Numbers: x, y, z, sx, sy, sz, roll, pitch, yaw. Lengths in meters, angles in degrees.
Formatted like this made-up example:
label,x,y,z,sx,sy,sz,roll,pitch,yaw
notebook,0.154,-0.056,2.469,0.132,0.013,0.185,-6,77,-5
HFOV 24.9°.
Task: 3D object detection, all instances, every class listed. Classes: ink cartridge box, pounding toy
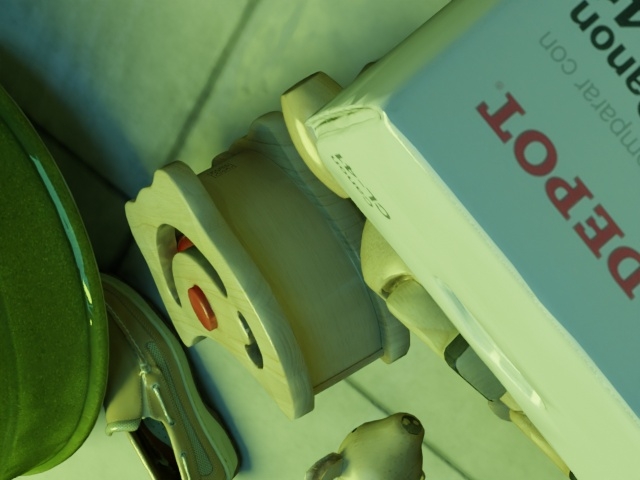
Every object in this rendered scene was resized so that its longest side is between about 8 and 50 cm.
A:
label,x,y,z,sx,sy,sz,roll,pitch,yaw
ink cartridge box,0.185,-0.058,0.556,0.226,0.306,0.131,50,170,-7
pounding toy,0.000,0.000,0.827,0.154,0.154,0.269,62,162,-1

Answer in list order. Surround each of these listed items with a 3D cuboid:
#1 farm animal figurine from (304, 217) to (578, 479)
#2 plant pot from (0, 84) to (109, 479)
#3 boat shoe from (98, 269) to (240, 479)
label,x,y,z,sx,sy,sz,roll,pitch,yaw
farm animal figurine,0.107,0.085,0.738,0.327,0.330,0.172,64,168,-28
plant pot,-0.393,0.072,0.945,0.366,0.353,0.367,21,124,33
boat shoe,-0.127,0.112,1.029,0.068,0.072,0.190,-25,104,41
